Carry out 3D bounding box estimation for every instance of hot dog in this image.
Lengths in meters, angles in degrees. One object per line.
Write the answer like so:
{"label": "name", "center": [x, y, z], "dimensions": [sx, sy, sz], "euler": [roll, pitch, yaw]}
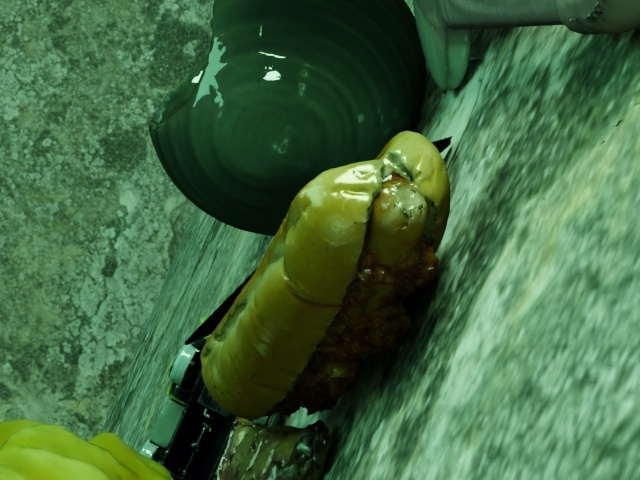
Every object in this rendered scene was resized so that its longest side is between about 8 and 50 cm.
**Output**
{"label": "hot dog", "center": [0.006, 0.033, 0.759], "dimensions": [0.102, 0.076, 0.249], "euler": [-33, -12, -31]}

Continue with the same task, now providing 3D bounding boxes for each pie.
{"label": "pie", "center": [-0.035, 0.140, 0.854], "dimensions": [0.170, 0.034, 0.092], "euler": [157, 131, -69]}

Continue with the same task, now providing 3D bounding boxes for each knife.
{"label": "knife", "center": [0.092, -0.134, 0.713], "dimensions": [0.398, 0.038, 0.132], "euler": [-136, 35, -80]}

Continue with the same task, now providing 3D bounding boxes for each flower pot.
{"label": "flower pot", "center": [-0.019, -0.100, 0.991], "dimensions": [0.243, 0.157, 0.189], "euler": [-88, 21, -66]}

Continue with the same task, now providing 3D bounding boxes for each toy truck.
{"label": "toy truck", "center": [-0.072, 0.127, 1.012], "dimensions": [0.169, 0.077, 0.100], "euler": [-67, -6, 24]}

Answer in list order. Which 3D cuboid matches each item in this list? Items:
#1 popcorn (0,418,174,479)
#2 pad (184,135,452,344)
{"label": "popcorn", "center": [-0.149, 0.201, 0.592], "dimensions": [0.279, 0.274, 0.335], "euler": [-60, 9, 21]}
{"label": "pad", "center": [0.000, 0.000, 0.815], "dimensions": [0.157, 0.003, 0.112], "euler": [-45, -13, 32]}
